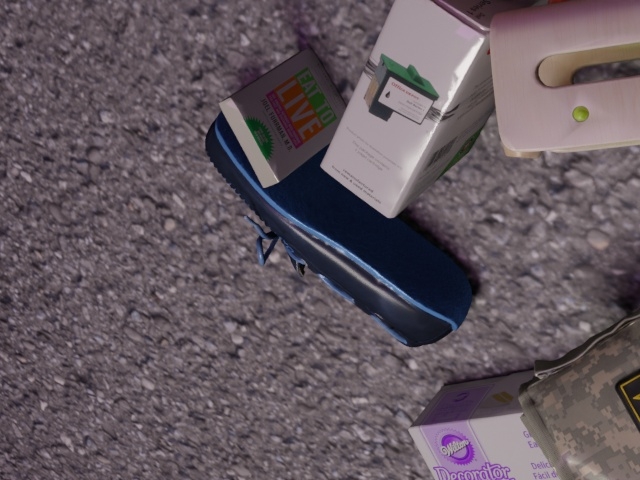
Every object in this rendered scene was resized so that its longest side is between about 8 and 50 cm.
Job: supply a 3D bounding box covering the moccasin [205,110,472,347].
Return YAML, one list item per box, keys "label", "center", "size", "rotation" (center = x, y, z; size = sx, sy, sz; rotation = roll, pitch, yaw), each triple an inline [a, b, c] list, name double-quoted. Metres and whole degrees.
- label: "moccasin"
  center: [0.000, 0.000, 1.255]
  size: [0.342, 0.138, 0.117]
  rotation: [44, 139, 5]

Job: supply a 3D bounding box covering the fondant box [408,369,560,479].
- label: "fondant box"
  center: [0.276, 0.302, 1.276]
  size: [0.238, 0.096, 0.330]
  rotation: [-17, 106, 42]

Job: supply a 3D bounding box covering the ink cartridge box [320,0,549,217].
- label: "ink cartridge box"
  center: [0.109, -0.151, 1.056]
  size: [0.093, 0.160, 0.219]
  rotation: [37, 133, 13]

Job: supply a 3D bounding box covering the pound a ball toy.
- label: "pound a ball toy"
  center: [0.270, -0.145, 0.915]
  size: [0.319, 0.208, 0.135]
  rotation: [-5, 92, 25]

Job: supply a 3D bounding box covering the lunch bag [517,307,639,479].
- label: "lunch bag"
  center: [0.345, 0.185, 1.046]
  size: [0.235, 0.169, 0.287]
  rotation: [-35, 97, 18]

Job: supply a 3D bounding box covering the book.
- label: "book"
  center: [-0.034, -0.128, 1.187]
  size: [0.035, 0.144, 0.096]
  rotation: [-16, 108, 42]
